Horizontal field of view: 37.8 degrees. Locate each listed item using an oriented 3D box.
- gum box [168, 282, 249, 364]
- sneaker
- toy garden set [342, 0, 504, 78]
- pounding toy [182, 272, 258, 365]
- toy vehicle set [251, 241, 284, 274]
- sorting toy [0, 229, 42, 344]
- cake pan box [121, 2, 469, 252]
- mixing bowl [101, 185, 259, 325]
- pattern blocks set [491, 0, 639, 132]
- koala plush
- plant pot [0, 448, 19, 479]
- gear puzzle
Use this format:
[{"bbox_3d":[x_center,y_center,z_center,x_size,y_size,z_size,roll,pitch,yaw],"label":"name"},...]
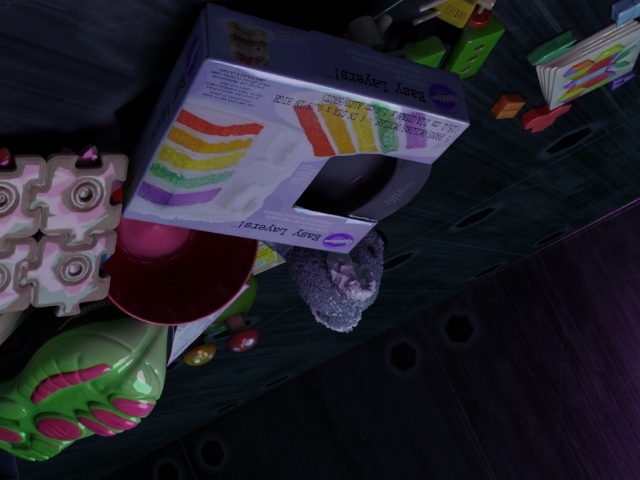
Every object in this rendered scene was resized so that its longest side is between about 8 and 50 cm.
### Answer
[{"bbox_3d":[-0.188,0.069,1.228,0.188,0.107,0.062,-44,144,15],"label":"gum box"},{"bbox_3d":[-0.333,0.151,1.188,0.483,0.185,0.202,-15,-144,39],"label":"sneaker"},{"bbox_3d":[0.064,-0.190,0.928,0.244,0.049,0.204,-21,169,-11],"label":"toy garden set"},{"bbox_3d":[-0.185,0.138,1.424,0.237,0.110,0.183,-11,160,-44],"label":"pounding toy"},{"bbox_3d":[-0.108,0.017,1.416,0.267,0.035,0.166,-23,166,-8],"label":"toy vehicle set"},{"bbox_3d":[-0.347,0.079,0.978,0.307,0.041,0.229,-48,174,-16],"label":"sorting toy"},{"bbox_3d":[-0.028,-0.088,0.884,0.267,0.070,0.246,10,147,-26],"label":"cake pan box"},{"bbox_3d":[-0.168,-0.008,1.017,0.182,0.181,0.098,-20,-159,-20],"label":"mixing bowl"},{"bbox_3d":[0.375,-0.242,1.305,0.285,0.026,0.325,-30,165,20],"label":"pattern blocks set"},{"bbox_3d":[0.000,0.000,1.153,0.203,0.221,0.196,-20,166,-17],"label":"koala plush"},{"bbox_3d":[-0.625,0.329,1.445,0.234,0.165,0.165,-19,166,3],"label":"plant pot"},{"bbox_3d":[-0.338,-0.002,0.814,0.339,0.044,0.175,-6,121,-37],"label":"gear puzzle"}]
